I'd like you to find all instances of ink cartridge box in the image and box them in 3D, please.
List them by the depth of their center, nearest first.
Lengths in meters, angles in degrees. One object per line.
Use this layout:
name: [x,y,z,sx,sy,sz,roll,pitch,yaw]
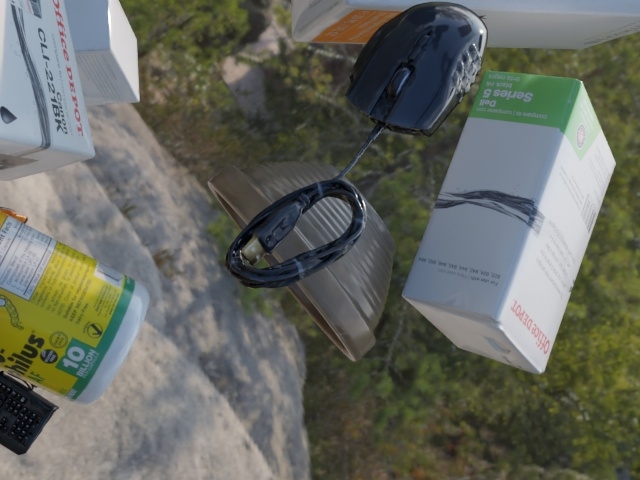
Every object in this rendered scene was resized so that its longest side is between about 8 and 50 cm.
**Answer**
ink cartridge box: [-0.326,-0.168,0.822,0.273,0.114,0.197,-1,79,-81]
ink cartridge box: [0.214,-0.016,0.991,0.198,0.115,0.272,41,68,-54]

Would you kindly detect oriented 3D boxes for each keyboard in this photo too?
keyboard: [-0.416,0.179,1.122,0.100,0.192,0.038,-59,160,-19]

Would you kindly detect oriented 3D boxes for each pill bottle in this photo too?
pill bottle: [-0.261,0.045,0.751,0.208,0.117,0.117,30,49,-18]

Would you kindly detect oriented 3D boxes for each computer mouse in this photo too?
computer mouse: [0.026,-0.066,0.514,0.071,0.041,0.242,27,59,16]

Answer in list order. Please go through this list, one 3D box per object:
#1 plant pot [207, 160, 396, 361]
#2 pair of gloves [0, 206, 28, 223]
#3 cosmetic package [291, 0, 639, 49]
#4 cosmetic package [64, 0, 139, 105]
plant pot: [0.000,0.000,0.919,0.237,0.110,0.237,51,-5,7]
pair of gloves: [-0.376,-0.009,1.005,0.010,0.083,0.074,57,15,28]
cosmetic package: [0.206,-0.350,1.174,0.453,0.230,0.161,-3,92,-16]
cosmetic package: [-0.451,-0.336,1.579,0.224,0.225,0.138,88,-1,-76]
